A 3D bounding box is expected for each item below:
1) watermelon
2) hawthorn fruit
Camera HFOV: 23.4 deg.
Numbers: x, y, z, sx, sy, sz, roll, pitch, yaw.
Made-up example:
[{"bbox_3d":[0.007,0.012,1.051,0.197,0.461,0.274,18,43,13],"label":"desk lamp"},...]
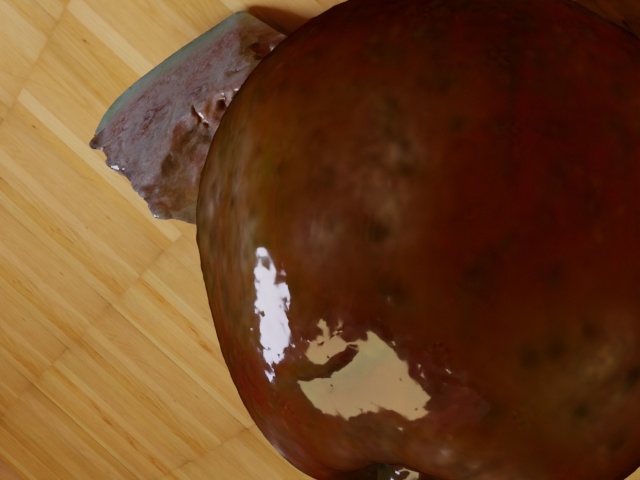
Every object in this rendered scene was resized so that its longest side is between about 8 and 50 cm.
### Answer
[{"bbox_3d":[-0.058,-0.070,1.349,0.310,0.193,0.232,40,175,16],"label":"watermelon"},{"bbox_3d":[0.089,0.029,1.111,0.403,0.403,0.403,30,150,19],"label":"hawthorn fruit"}]
